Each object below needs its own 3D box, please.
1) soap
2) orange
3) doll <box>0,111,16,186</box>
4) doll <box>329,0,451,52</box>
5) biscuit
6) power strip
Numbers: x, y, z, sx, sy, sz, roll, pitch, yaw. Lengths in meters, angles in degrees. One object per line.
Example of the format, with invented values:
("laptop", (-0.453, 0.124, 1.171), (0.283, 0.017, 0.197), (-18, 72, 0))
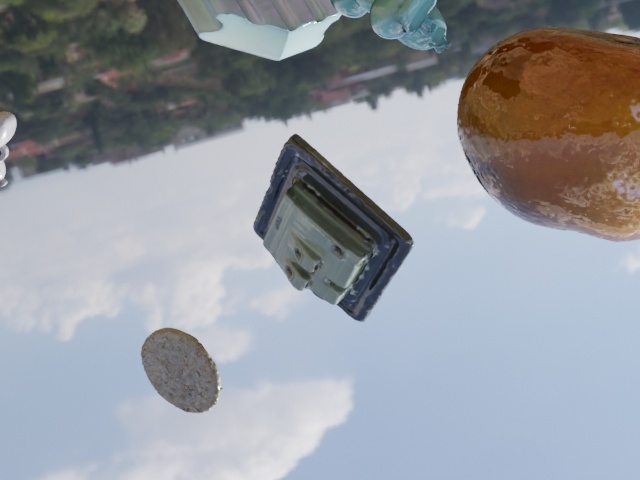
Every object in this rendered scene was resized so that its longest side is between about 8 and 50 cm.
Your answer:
("soap", (-0.121, -0.378, 1.354), (0.173, 0.289, 0.095), (-26, 171, -30))
("orange", (0.235, -0.089, 0.866), (0.240, 0.171, 0.240), (9, -161, -3))
("doll", (-0.457, -0.133, 1.252), (0.160, 0.161, 0.059), (-13, -162, 11))
("doll", (0.037, -0.209, 0.818), (0.059, 0.159, 0.158), (-52, -149, 5))
("biscuit", (-0.210, 0.196, 1.524), (0.152, 0.152, 0.020), (-10, -163, 36))
("power strip", (-0.002, 0.000, 1.578), (0.092, 0.251, 0.257), (-33, 162, -34))
